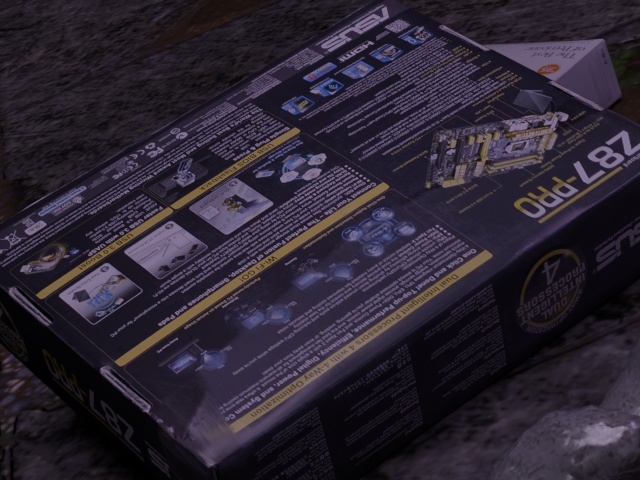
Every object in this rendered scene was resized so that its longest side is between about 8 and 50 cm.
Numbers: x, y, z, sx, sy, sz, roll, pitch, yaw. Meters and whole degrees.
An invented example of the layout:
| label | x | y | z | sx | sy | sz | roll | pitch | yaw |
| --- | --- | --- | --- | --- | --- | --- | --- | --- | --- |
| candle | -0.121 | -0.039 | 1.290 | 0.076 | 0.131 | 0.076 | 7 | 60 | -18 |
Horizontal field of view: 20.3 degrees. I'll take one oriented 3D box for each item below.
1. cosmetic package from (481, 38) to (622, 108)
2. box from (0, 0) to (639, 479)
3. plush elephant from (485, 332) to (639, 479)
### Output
| label | x | y | z | sx | sy | sz | roll | pitch | yaw |
| --- | --- | --- | --- | --- | --- | --- | --- | --- | --- |
| cosmetic package | 0.125 | -0.122 | 1.514 | 0.239 | 0.060 | 0.099 | 3 | 34 | 44 |
| box | 0.000 | 0.000 | 1.222 | 0.395 | 0.097 | 0.318 | -33 | 41 | -24 |
| plush elephant | 0.131 | 0.204 | 0.572 | 0.330 | 0.272 | 0.255 | -34 | 25 | -2 |
